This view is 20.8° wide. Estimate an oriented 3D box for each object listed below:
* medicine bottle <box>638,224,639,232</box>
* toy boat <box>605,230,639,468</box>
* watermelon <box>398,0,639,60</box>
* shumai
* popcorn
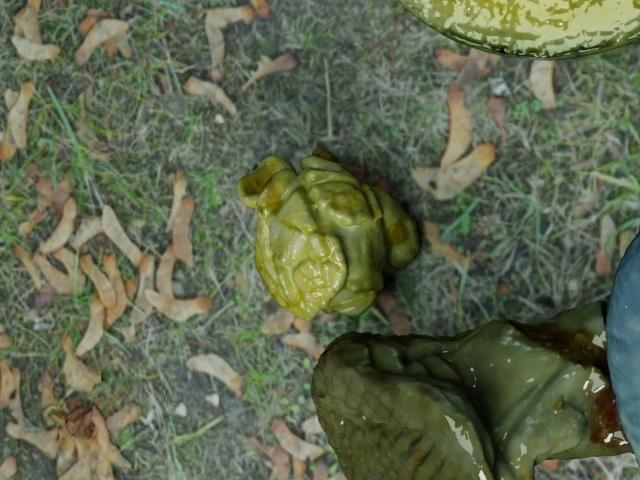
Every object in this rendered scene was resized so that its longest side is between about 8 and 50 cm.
[{"bbox_3d":[0.302,-0.078,1.304,0.096,0.096,0.191,16,99,30],"label":"medicine bottle"},{"bbox_3d":[0.312,0.125,1.234,0.215,0.123,0.329,-8,112,32],"label":"toy boat"},{"bbox_3d":[0.197,-0.294,1.308,0.331,0.189,0.330,2,94,21],"label":"watermelon"},{"bbox_3d":[0.130,0.143,1.410,0.272,0.204,0.222,13,129,55],"label":"shumai"},{"bbox_3d":[0.000,0.000,1.466,0.162,0.141,0.135,28,107,-14],"label":"popcorn"}]
